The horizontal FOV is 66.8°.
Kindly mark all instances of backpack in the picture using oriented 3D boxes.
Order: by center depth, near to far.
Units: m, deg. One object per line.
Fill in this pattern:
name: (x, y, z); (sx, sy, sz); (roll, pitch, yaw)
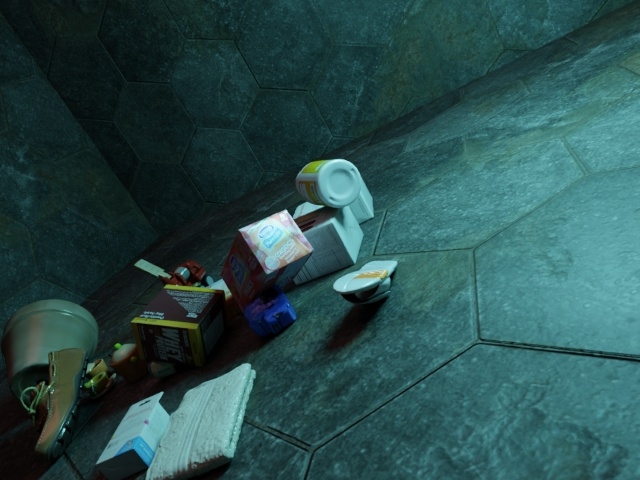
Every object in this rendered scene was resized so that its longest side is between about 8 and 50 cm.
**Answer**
backpack: (-0.133, 0.190, 1.263); (0.120, 0.098, 0.101); (-32, 37, -9)

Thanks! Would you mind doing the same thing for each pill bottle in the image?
pill bottle: (0.011, -0.172, 1.459); (0.136, 0.136, 0.245); (-35, 18, -14)

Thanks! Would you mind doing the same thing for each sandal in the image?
sandal: (0.123, 0.105, 1.139); (0.102, 0.076, 0.265); (-3, 8, 29)

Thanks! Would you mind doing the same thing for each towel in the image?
towel: (-0.238, 0.374, 1.008); (0.187, 0.049, 0.282); (-28, 18, 11)

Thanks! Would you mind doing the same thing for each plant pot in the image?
plant pot: (-0.972, 0.419, 1.736); (0.323, 0.323, 0.280); (-32, 34, -4)

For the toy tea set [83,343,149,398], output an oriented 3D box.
toy tea set: (-0.661, 0.383, 1.547); (0.336, 0.124, 0.200); (-26, 18, 14)

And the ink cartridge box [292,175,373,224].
ink cartridge box: (0.046, -0.104, 1.753); (0.272, 0.114, 0.197); (-25, 19, 15)

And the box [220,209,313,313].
box: (-0.156, 0.065, 1.335); (0.154, 0.142, 0.300); (-26, -15, -30)

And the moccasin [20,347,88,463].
moccasin: (-0.752, 0.446, 1.362); (0.146, 0.139, 0.380); (7, 33, -22)

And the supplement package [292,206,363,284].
supplement package: (0.000, 0.000, 1.482); (0.203, 0.149, 0.194); (-22, 19, 22)

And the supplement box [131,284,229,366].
supplement box: (-0.391, 0.237, 1.383); (0.191, 0.129, 0.194); (4, 27, 12)

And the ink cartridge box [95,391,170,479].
ink cartridge box: (-0.407, 0.435, 1.090); (0.104, 0.062, 0.181); (-26, 18, 13)

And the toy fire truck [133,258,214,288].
toy fire truck: (-0.552, 0.140, 1.834); (0.158, 0.246, 0.217); (-25, 18, 17)

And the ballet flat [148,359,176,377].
ballet flat: (-0.439, 0.317, 1.453); (0.086, 0.086, 0.248); (-28, 24, 9)

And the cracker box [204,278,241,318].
cracker box: (-0.331, 0.199, 1.614); (0.155, 0.067, 0.232); (-28, 18, 5)
